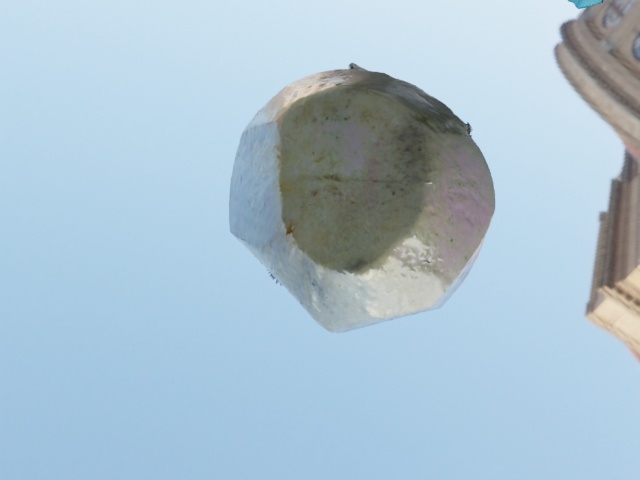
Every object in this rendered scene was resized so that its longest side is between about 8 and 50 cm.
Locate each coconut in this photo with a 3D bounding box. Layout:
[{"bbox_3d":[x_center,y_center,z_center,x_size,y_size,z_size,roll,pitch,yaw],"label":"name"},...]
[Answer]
[{"bbox_3d":[0.034,-0.031,0.632,0.237,0.197,0.237,40,180,0],"label":"coconut"}]

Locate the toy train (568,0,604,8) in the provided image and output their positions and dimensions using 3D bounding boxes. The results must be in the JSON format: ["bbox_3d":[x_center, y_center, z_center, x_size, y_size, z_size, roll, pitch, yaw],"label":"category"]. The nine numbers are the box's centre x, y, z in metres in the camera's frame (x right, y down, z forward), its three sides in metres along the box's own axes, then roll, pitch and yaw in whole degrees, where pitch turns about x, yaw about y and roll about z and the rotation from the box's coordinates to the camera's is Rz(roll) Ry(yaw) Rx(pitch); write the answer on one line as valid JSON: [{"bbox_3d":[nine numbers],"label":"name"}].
[{"bbox_3d":[0.563,-0.576,1.520,0.107,0.155,0.197,46,-151,-80],"label":"toy train"}]

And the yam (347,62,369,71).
[{"bbox_3d":[0.049,-0.167,1.093,0.078,0.179,0.078,14,-153,-7],"label":"yam"}]

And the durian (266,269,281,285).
[{"bbox_3d":[0.000,0.000,0.946,0.137,0.158,0.168,45,-177,-3],"label":"durian"}]
